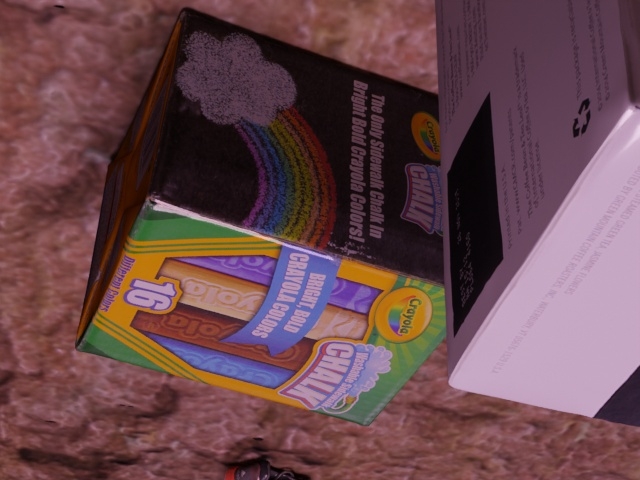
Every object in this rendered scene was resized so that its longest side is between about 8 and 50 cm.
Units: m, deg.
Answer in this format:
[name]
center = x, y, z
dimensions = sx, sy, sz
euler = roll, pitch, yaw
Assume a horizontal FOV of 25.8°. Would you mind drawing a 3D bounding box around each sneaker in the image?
[sneaker]
center = -0.029, 0.272, 1.417
dimensions = 0.065, 0.061, 0.158
euler = -28, 132, 24

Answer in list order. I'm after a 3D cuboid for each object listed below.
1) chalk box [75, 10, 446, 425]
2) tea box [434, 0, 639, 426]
[chalk box]
center = 0.000, 0.000, 0.984
dimensions = 0.289, 0.180, 0.179
euler = 18, 138, -16
[tea box]
center = 0.248, -0.078, 0.754
dimensions = 0.324, 0.329, 0.220
euler = 12, 140, -13
